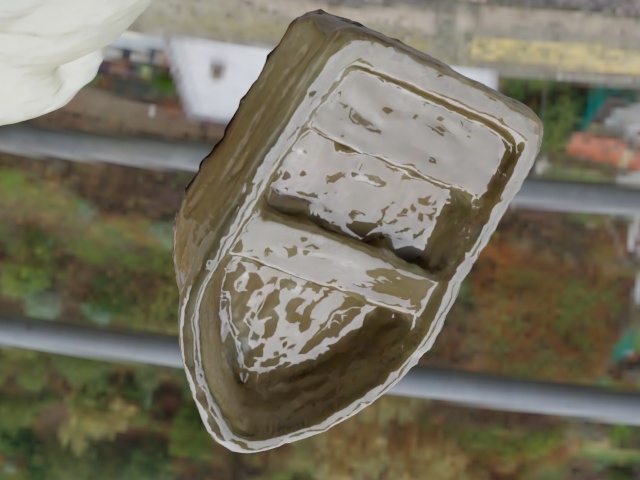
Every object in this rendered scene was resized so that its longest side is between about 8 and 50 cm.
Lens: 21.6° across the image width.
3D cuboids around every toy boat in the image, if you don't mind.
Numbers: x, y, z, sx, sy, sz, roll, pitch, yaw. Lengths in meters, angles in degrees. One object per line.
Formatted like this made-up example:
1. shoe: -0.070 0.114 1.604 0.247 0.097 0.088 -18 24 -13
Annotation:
1. toy boat: 0.000 0.000 0.704 0.116 0.188 0.061 21 -161 -29

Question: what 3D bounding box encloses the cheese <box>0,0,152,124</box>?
1. cheese: -0.167 -0.163 0.847 0.248 0.173 0.251 -20 161 21
